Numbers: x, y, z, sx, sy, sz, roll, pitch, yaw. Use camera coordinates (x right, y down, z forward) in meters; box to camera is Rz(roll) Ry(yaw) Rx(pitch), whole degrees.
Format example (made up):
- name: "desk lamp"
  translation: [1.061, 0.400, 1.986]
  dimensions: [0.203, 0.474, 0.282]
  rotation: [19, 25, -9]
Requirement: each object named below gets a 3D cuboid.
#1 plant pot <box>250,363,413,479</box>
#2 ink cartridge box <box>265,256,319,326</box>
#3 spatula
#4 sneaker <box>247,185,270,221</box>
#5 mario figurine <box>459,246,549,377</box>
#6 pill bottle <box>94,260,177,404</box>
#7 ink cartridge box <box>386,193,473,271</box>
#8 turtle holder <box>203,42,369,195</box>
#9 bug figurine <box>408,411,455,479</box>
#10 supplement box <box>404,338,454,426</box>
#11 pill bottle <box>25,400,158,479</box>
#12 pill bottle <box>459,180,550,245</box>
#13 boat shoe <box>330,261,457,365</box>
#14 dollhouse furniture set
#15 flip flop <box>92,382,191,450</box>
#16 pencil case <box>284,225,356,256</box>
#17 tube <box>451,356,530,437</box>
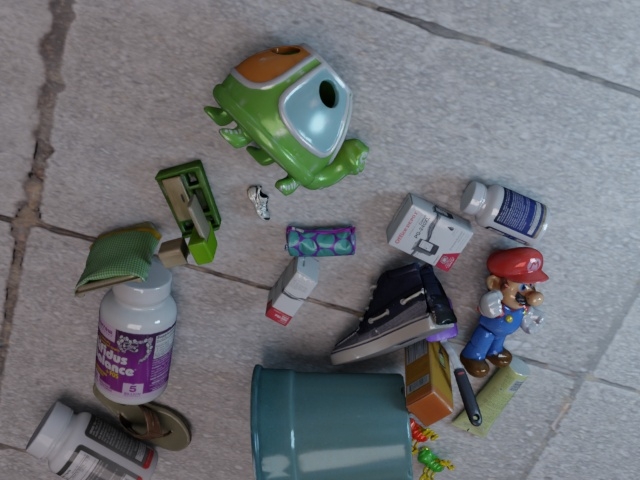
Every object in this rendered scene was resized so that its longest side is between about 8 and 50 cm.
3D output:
- name: "plant pot"
  translation: [0.030, 0.435, 1.833]
  dimensions: [0.334, 0.341, 0.341]
  rotation: [-5, 117, 1]
- name: "ink cartridge box"
  translation: [-0.061, 0.104, 1.789]
  dimensions: [0.056, 0.099, 0.135]
  rotation: [30, 115, -13]
- name: "spatula"
  translation: [0.290, 0.262, 1.779]
  dimensions: [0.084, 0.296, 0.030]
  rotation: [-10, 151, -14]
- name: "sneaker"
  translation: [-0.123, -0.078, 1.734]
  dimensions: [0.037, 0.032, 0.083]
  rotation: [-22, 115, 13]
- name: "mario figurine"
  translation: [0.412, 0.161, 1.757]
  dimensions: [0.170, 0.198, 0.320]
  rotation: [16, 122, 8]
- name: "pill bottle"
  translation: [-0.408, 0.200, 1.813]
  dimensions: [0.169, 0.169, 0.301]
  rotation: [10, 117, -3]
- name: "ink cartridge box"
  translation: [0.229, -0.016, 1.737]
  dimensions: [0.150, 0.063, 0.109]
  rotation: [24, 116, -11]
- name: "turtle holder"
  translation: [-0.040, -0.220, 1.544]
  dimensions: [0.320, 0.243, 0.227]
  rotation: [44, 94, -9]
- name: "bug figurine"
  translation: [0.193, 0.552, 2.032]
  dimensions: [0.279, 0.072, 0.216]
  rotation: [-39, 116, 15]
- name: "supplement box"
  translation: [0.237, 0.296, 1.805]
  dimensions: [0.080, 0.233, 0.078]
  rotation: [-35, 111, 24]
- name: "pill bottle"
  translation: [-0.554, 0.518, 1.989]
  dimensions: [0.283, 0.161, 0.161]
  rotation: [34, 114, -14]
- name: "pill bottle"
  translation: [0.379, -0.060, 1.691]
  dimensions: [0.169, 0.094, 0.094]
  rotation: [22, 116, -10]
- name: "boat shoe"
  translation: [0.141, 0.164, 1.819]
  dimensions: [0.340, 0.127, 0.158]
  rotation: [-28, 71, 36]
- name: "dollhouse furniture set"
  translation: [-0.373, -0.025, 1.677]
  dimensions: [0.302, 0.197, 0.151]
  rotation: [-14, 118, 9]
- name: "flip flop"
  translation: [-0.437, 0.431, 1.984]
  dimensions: [0.112, 0.080, 0.277]
  rotation: [-40, 109, 20]
- name: "pencil case"
  translation: [0.000, 0.000, 1.753]
  dimensions: [0.152, 0.064, 0.070]
  rotation: [-1, 129, 2]
- name: "tube"
  translation: [0.408, 0.377, 1.946]
  dimensions: [0.070, 0.062, 0.240]
  rotation: [46, 125, 28]
